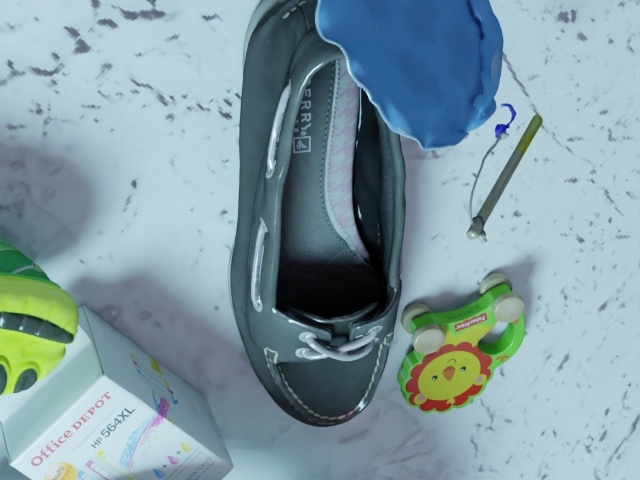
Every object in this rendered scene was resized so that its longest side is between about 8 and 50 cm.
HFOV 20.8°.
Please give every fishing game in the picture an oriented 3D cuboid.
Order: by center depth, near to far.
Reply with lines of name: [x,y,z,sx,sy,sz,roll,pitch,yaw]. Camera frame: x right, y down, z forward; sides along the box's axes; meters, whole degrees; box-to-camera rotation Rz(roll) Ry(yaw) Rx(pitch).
fishing game: [0.045,-0.140,1.046,0.041,0.189,0.264,-20,118,36]

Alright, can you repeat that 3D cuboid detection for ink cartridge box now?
ink cartridge box: [-0.146,0.122,1.170,0.092,0.090,0.143,-44,123,9]

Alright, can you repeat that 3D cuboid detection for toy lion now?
toy lion: [0.102,0.081,1.268,0.100,0.034,0.096,-21,130,-7]

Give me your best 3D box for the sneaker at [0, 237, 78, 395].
sneaker: [-0.285,0.015,1.035,0.296,0.123,0.109,24,106,-41]

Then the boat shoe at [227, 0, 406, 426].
boat shoe: [0.000,0.000,1.146,0.112,0.095,0.335,-10,121,-13]
